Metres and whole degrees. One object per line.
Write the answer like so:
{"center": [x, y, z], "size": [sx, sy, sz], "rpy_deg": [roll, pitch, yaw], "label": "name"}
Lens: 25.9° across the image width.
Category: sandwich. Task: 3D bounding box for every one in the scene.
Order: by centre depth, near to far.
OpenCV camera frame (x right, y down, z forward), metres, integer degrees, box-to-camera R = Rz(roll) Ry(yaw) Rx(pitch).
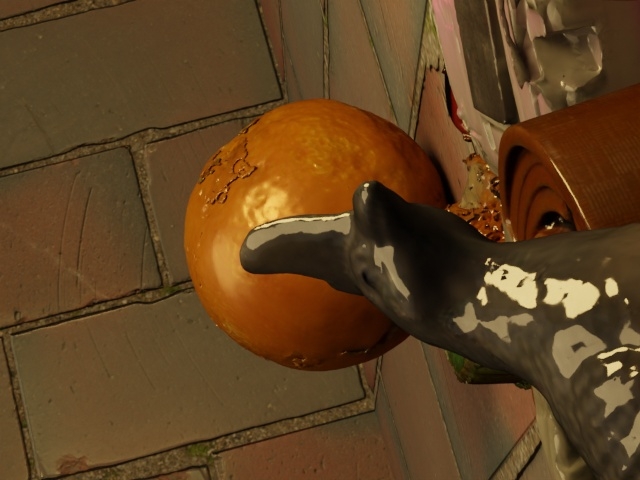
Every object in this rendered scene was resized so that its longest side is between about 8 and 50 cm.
{"center": [0.117, 0.029, 0.900], "size": [0.235, 0.079, 0.159], "rpy_deg": [-120, 16, -77], "label": "sandwich"}

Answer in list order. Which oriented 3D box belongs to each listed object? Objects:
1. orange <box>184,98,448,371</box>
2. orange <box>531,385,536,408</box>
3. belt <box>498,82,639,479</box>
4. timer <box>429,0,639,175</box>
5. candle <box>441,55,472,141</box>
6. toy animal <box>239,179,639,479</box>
{"center": [0.000, 0.000, 1.260], "size": [0.246, 0.246, 0.246], "rpy_deg": [166, 90, -86], "label": "orange"}
{"center": [0.147, 0.076, 0.721], "size": [0.085, 0.085, 0.085], "rpy_deg": [166, 90, -86], "label": "orange"}
{"center": [0.145, 0.070, 0.523], "size": [0.184, 0.105, 0.262], "rpy_deg": [154, 99, -84], "label": "belt"}
{"center": [0.101, -0.122, 0.689], "size": [0.191, 0.069, 0.209], "rpy_deg": [-129, 26, -74], "label": "timer"}
{"center": [0.101, -0.136, 0.875], "size": [0.053, 0.048, 0.162], "rpy_deg": [28, 145, 34], "label": "candle"}
{"center": [0.144, 0.066, 0.358], "size": [0.367, 0.081, 0.206], "rpy_deg": [44, 137, 11], "label": "toy animal"}
